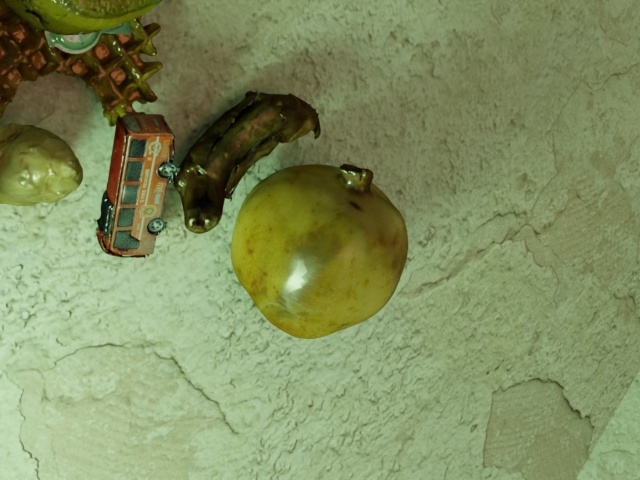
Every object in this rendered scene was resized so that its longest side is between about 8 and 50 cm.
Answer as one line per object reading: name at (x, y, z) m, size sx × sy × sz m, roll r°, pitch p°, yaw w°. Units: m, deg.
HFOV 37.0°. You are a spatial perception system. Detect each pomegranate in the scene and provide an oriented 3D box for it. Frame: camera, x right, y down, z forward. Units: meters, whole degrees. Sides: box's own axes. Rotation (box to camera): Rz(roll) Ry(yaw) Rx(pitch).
pomegranate at (-0.005, 0.018, 1.577) m, size 0.307 × 0.307 × 0.307 m, roll -14°, pitch 113°, yaw -35°

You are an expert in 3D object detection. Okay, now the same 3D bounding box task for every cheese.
cheese at (-0.319, -0.294, 1.307) m, size 0.120 × 0.026 × 0.067 m, roll -26°, pitch 117°, yaw -29°

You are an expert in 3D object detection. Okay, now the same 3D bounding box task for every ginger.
ginger at (-0.132, -0.141, 1.533) m, size 0.309 × 0.107 × 0.133 m, roll -43°, pitch 94°, yaw -21°
ginger at (-0.381, -0.085, 1.312) m, size 0.122 × 0.193 × 0.115 m, roll 23°, pitch 76°, yaw 3°

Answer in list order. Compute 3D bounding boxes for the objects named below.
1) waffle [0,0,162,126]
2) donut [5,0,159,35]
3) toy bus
waffle at (-0.362, -0.279, 1.339) m, size 0.292 × 0.069 × 0.260 m, roll -2°, pitch 103°, yaw -37°
donut at (-0.286, -0.388, 1.220) m, size 0.272 × 0.107 × 0.272 m, roll -10°, pitch 108°, yaw -34°
toy bus at (-0.274, -0.077, 1.430) m, size 0.096 × 0.073 × 0.235 m, roll -1°, pitch 128°, yaw -29°
